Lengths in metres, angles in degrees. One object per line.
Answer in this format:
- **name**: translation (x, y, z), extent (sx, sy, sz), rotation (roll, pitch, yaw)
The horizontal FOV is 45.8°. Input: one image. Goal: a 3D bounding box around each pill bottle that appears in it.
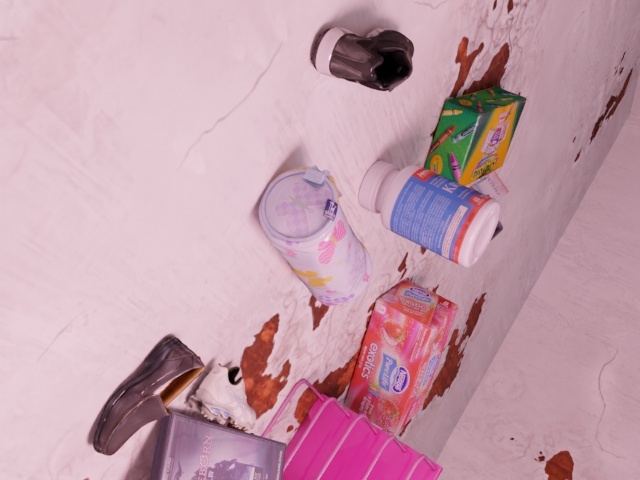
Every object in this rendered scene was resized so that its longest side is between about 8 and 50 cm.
- **pill bottle**: translation (0.179, -0.054, 1.283), extent (0.124, 0.221, 0.124), rotation (-46, 151, -34)

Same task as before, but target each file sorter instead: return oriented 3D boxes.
- **file sorter**: translation (0.044, 0.425, 1.427), extent (0.202, 0.290, 0.182), rotation (-56, 152, -14)

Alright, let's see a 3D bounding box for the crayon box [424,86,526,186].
- **crayon box**: translation (0.323, -0.217, 1.575), extent (0.278, 0.081, 0.166), rotation (-27, 138, -53)

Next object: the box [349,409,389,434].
- **box**: translation (0.120, 0.463, 1.895), extent (0.322, 0.058, 0.232), rotation (-37, 145, -42)

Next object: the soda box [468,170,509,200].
- **soda box**: translation (0.336, -0.087, 1.656), extent (0.063, 0.058, 0.183), rotation (-33, 174, -19)

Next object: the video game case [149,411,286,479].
- **video game case**: translation (-0.149, 0.377, 1.120), extent (0.274, 0.026, 0.196), rotation (34, 56, -50)

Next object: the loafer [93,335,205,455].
- **loafer**: translation (-0.215, 0.202, 0.953), extent (0.170, 0.061, 0.062), rotation (-54, 155, -18)

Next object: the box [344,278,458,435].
- **box**: translation (0.181, 0.262, 1.706), extent (0.154, 0.142, 0.300), rotation (-27, 137, -54)

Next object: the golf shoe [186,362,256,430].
- **golf shoe**: translation (-0.131, 0.238, 1.159), extent (0.086, 0.069, 0.176), rotation (-65, 158, -12)

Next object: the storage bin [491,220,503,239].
- **storage bin**: translation (0.370, -0.021, 1.875), extent (0.135, 0.098, 0.091), rotation (-32, 169, -50)

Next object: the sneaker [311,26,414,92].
- **sneaker**: translation (0.089, -0.245, 1.049), extent (0.234, 0.106, 0.078), rotation (-21, 134, -56)

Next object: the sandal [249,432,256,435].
- **sandal**: translation (-0.156, 0.384, 1.298), extent (0.067, 0.040, 0.179), rotation (-27, 153, -45)

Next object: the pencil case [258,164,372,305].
- **pencil case**: translation (0.000, 0.000, 1.117), extent (0.273, 0.113, 0.124), rotation (61, 40, -61)
